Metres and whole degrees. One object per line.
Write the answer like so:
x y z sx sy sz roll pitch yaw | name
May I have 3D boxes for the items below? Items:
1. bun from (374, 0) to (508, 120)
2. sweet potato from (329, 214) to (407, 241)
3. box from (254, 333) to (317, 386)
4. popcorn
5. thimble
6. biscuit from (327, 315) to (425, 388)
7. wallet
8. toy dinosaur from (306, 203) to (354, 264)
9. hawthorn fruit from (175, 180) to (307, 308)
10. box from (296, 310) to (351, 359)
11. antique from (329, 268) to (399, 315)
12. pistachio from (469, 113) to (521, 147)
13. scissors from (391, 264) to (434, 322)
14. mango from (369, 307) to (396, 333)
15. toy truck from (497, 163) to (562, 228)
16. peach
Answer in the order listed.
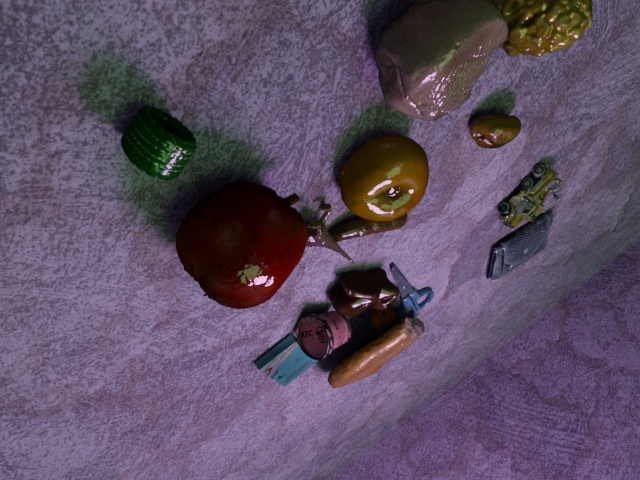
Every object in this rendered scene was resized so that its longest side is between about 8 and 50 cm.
0.233 -0.398 1.057 0.281 0.205 0.282 -38 156 -20 | bun
0.145 -0.047 1.466 0.273 0.075 0.075 -17 139 -25 | sweet potato
-0.115 0.428 1.768 0.162 0.041 0.229 -38 145 -2 | box
0.490 -0.533 1.139 0.259 0.259 0.212 -26 127 -18 | popcorn
-0.290 -0.175 0.896 0.090 0.130 0.118 -52 162 18 | thimble
0.222 0.441 1.939 0.446 0.104 0.429 -36 165 2 | biscuit
0.891 0.031 2.209 0.342 0.075 0.237 -29 140 -14 | wallet
-0.003 -0.003 1.368 0.251 0.072 0.200 -11 139 -28 | toy dinosaur
-0.158 -0.003 1.103 0.307 0.265 0.265 -39 145 -15 | hawthorn fruit
0.016 0.308 1.672 0.135 0.151 0.151 -10 136 -45 | box
0.151 0.184 1.677 0.256 0.121 0.143 -5 135 -36 | antique
0.524 -0.322 1.473 0.189 0.110 0.100 -7 102 -36 | pistachio
0.330 0.194 1.920 0.192 0.029 0.447 -39 145 -1 | scissors
0.236 0.303 1.913 0.105 0.084 0.159 -32 165 -9 | mango
0.795 -0.148 1.875 0.259 0.135 0.128 -45 144 13 | toy truck
0.166 -0.158 1.307 0.251 0.153 0.251 -10 135 -11 | peach
